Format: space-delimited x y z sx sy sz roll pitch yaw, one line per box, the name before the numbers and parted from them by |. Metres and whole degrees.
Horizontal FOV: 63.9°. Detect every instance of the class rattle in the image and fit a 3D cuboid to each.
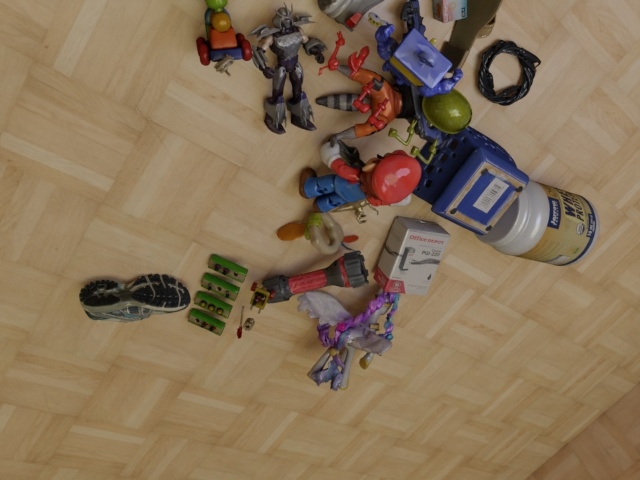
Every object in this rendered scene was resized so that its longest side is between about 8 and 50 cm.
rattle | 0.000 0.000 1.465 0.142 0.130 0.199 -36 156 24

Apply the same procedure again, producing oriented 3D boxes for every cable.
cable | 0.478 -0.435 1.339 0.184 0.047 0.151 13 123 -28

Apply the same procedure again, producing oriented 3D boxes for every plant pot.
plant pot | 0.400 -0.162 1.390 0.236 0.212 0.236 22 114 -28

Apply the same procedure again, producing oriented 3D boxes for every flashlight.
flashlight | -0.019 0.113 1.463 0.304 0.103 0.103 -15 126 12

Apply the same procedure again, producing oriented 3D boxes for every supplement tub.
supplement tub | 0.634 -0.056 1.526 0.316 0.228 0.228 11 119 -24

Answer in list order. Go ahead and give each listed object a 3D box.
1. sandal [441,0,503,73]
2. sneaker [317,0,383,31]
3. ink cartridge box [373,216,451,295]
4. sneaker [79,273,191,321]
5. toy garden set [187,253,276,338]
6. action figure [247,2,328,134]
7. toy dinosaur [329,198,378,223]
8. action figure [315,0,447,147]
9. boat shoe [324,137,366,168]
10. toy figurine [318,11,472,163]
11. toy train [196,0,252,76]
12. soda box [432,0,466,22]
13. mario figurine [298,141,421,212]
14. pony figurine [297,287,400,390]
sandal | 0.377 -0.518 1.241 0.079 0.088 0.240 -15 142 -48
sneaker | 0.122 -0.580 1.103 0.281 0.105 0.115 -40 141 19
ink cartridge box | 0.276 0.050 1.556 0.158 0.092 0.218 7 112 -23
sneaker | -0.503 0.168 1.411 0.283 0.110 0.122 2 140 -16
toy garden set | -0.258 0.187 1.464 0.203 0.049 0.244 25 116 -1
action figure | -0.071 -0.384 1.152 0.185 0.099 0.285 -20 134 -21
toy dinosaur | 0.106 -0.098 1.450 0.183 0.053 0.093 -27 112 -8
action figure | 0.167 -0.386 1.234 0.330 0.178 0.341 -8 98 -20
boat shoe | 0.079 -0.222 1.343 0.152 0.056 0.049 28 116 -31
toy figurine | 0.191 -0.321 1.052 0.362 0.217 0.191 39 90 -15
toy train | -0.194 -0.420 1.004 0.105 0.248 0.143 -11 121 -11
soda box | 0.289 -0.594 1.155 0.063 0.058 0.183 -17 127 -6
mario figurine | 0.110 -0.163 1.291 0.198 0.320 0.170 0 85 -50
pony figurine | 0.096 0.296 1.601 0.351 0.303 0.364 -9 129 -53
